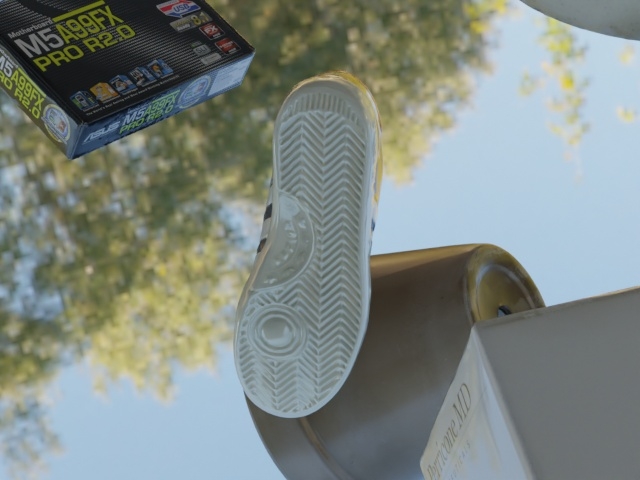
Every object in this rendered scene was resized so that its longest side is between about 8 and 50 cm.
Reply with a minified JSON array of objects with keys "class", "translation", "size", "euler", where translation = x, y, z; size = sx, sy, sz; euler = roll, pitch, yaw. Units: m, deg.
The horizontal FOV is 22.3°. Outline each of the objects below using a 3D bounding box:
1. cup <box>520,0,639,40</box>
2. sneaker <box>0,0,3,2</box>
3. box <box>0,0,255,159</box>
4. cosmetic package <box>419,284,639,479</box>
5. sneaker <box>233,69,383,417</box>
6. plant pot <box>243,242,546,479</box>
[{"class":"cup","translation":[0.239,-0.328,1.050],"size":[0.331,0.237,0.331],"euler":[-5,-129,7]},{"class":"sneaker","translation":[-0.294,-0.348,1.594],"size":[0.126,0.321,0.127],"euler":[28,173,0]},{"class":"box","translation":[-0.238,-0.221,1.793],"size":[0.216,0.060,0.270],"euler":[46,-134,16]},{"class":"cosmetic package","translation":[0.224,0.281,1.057],"size":[0.162,0.230,0.453],"euler":[-11,-120,-14]},{"class":"sneaker","translation":[0.000,0.000,1.598],"size":[0.131,0.350,0.148],"euler":[14,-160,4]},{"class":"plant pot","translation":[0.109,0.135,1.910],"size":[0.280,0.323,0.323],"euler":[-25,-169,34]}]
